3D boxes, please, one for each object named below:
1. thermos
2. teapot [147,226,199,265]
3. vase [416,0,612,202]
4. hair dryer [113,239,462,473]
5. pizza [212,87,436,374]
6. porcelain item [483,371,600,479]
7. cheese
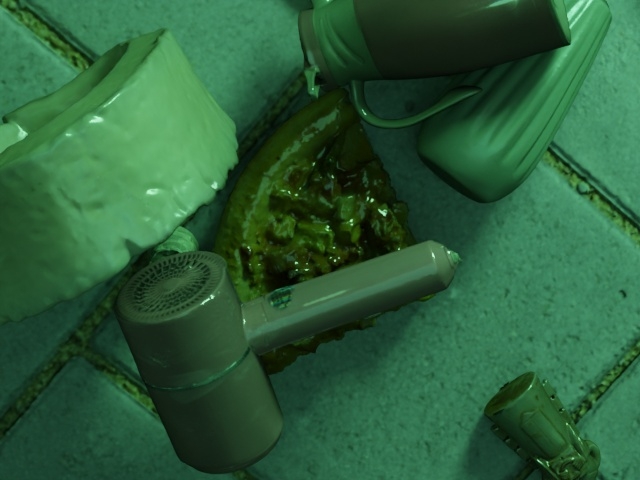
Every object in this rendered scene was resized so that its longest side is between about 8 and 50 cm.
[{"bbox_3d":[0.112,-0.216,1.776,0.265,0.146,0.176,-18,89,14],"label":"thermos"},{"bbox_3d":[-0.161,0.018,1.869,0.057,0.083,0.067,-28,107,6],"label":"teapot"},{"bbox_3d":[0.212,-0.161,1.850,0.128,0.128,0.248,39,88,-13],"label":"vase"},{"bbox_3d":[-0.014,0.095,1.809,0.353,0.125,0.210,-19,119,2],"label":"hair dryer"},{"bbox_3d":[-0.034,0.004,1.884,0.268,0.087,0.257,-27,102,3],"label":"pizza"},{"bbox_3d":[0.277,0.250,1.989,0.084,0.054,0.213,-39,105,5],"label":"porcelain item"},{"bbox_3d":[-0.240,-0.069,1.732,0.292,0.332,0.153,-25,106,28],"label":"cheese"}]
